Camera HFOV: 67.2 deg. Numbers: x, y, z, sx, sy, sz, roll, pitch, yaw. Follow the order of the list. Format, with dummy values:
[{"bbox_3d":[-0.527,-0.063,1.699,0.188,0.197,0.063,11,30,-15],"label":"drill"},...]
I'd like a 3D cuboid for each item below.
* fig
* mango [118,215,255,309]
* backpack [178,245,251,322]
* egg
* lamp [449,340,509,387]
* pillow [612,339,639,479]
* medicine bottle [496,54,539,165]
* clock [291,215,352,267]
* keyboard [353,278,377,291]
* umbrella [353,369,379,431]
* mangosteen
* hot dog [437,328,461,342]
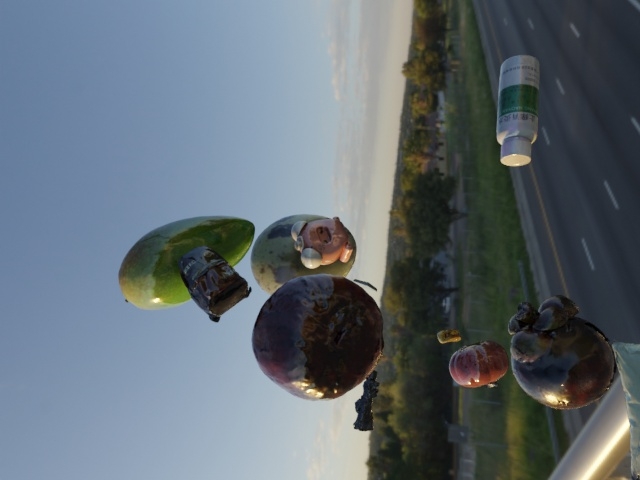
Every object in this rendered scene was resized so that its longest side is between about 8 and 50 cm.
[{"bbox_3d":[-0.014,0.177,0.878,0.224,0.263,0.224,15,-108,-55],"label":"fig"},{"bbox_3d":[-0.342,0.043,1.268,0.381,0.201,0.225,-29,-37,-23],"label":"mango"},{"bbox_3d":[-0.247,0.086,1.079,0.120,0.165,0.106,-39,-21,-27],"label":"backpack"},{"bbox_3d":[-0.064,0.065,1.909,0.345,0.427,0.345,167,90,-88],"label":"egg"},{"bbox_3d":[0.484,0.383,1.464,0.182,0.181,0.140,50,-160,-77],"label":"lamp"},{"bbox_3d":[0.811,0.362,1.025,0.119,0.310,0.313,15,-112,-48],"label":"pillow"},{"bbox_3d":[0.481,-0.314,1.173,0.095,0.095,0.260,57,-142,-76],"label":"medicine bottle"},{"bbox_3d":[0.000,0.000,1.470,0.093,0.162,0.166,105,149,-51],"label":"clock"},{"bbox_3d":[0.156,0.154,1.651,0.176,0.055,0.014,38,-112,-70],"label":"keyboard"},{"bbox_3d":[0.170,0.591,1.791,0.071,0.080,0.224,-170,91,-67],"label":"umbrella"},{"bbox_3d":[0.925,0.439,1.894,0.381,0.380,0.422,76,170,-64],"label":"mangosteen"},{"bbox_3d":[0.352,0.255,1.293,0.090,0.034,0.030,5,-124,-41],"label":"hot dog"}]
